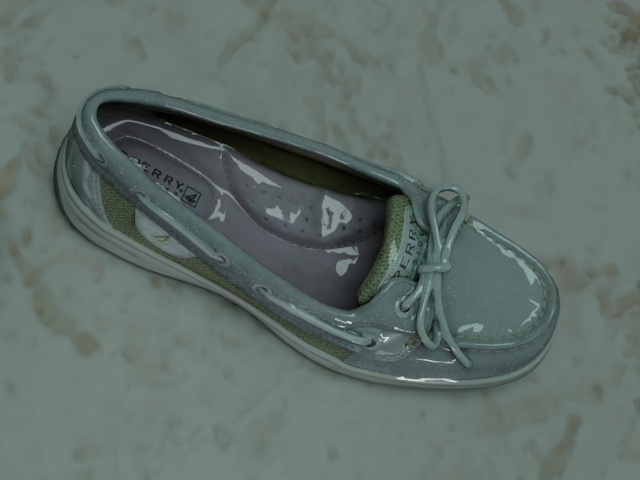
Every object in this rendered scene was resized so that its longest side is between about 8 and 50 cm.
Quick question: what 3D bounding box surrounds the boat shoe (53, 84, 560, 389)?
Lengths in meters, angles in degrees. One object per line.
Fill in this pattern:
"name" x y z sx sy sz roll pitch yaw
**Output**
"boat shoe" 0.000 -0.003 1.026 0.320 0.103 0.118 25 71 -7
